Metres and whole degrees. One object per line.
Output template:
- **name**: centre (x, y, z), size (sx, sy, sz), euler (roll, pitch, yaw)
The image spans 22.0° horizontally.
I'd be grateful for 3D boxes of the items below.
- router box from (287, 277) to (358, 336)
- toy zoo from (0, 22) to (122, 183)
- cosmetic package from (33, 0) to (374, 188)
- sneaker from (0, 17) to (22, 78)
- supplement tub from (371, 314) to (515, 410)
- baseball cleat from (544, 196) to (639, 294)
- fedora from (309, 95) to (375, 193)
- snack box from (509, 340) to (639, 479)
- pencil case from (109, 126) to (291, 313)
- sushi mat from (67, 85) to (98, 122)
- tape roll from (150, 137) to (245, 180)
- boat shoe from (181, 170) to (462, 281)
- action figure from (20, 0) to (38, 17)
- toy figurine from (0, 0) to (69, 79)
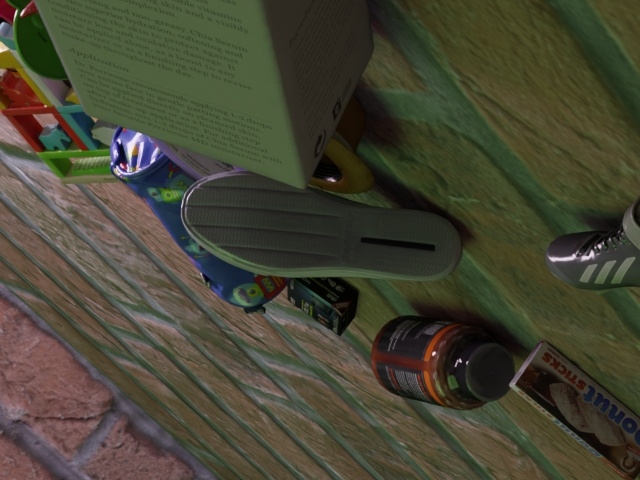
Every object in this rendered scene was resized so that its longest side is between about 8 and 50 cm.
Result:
- **router box**: centre (0.002, 0.075, 2.215), size (0.092, 0.038, 0.122), euler (35, 164, 11)
- **toy zoo**: centre (-0.331, -0.176, 2.120), size (0.192, 0.030, 0.293), euler (-1, 143, 32)
- **cosmetic package**: centre (-0.106, -0.241, 1.275), size (0.230, 0.162, 0.453), euler (20, 158, 15)
- **sneaker**: centre (-0.444, -0.286, 2.129), size (0.185, 0.070, 0.084), euler (31, 156, -1)
- **supplement tub**: centre (0.151, 0.149, 1.988), size (0.106, 0.106, 0.198), euler (44, 163, -23)
- **baseball cleat**: centre (0.270, 0.000, 1.432), size (0.206, 0.072, 0.109), euler (12, 137, 47)
- **fedora**: centre (-0.018, -0.124, 1.643), size (0.194, 0.079, 0.194), euler (28, 164, 9)
- **snack box**: centre (0.301, 0.194, 1.868), size (0.178, 0.064, 0.022), euler (39, 163, -6)
- **pencil case**: centre (-0.144, -0.040, 2.049), size (0.306, 0.133, 0.119), euler (52, -169, -39)
- **sushi mat**: centre (-0.302, -0.152, 2.266), size (0.316, 0.019, 0.151), euler (37, 163, -1)
- **tape roll**: centre (-0.114, -0.127, 1.837), size (0.189, 0.080, 0.189), euler (34, 164, 11)
- **boat shoe**: centre (0.000, 0.000, 1.764), size (0.302, 0.109, 0.094), euler (12, 168, 3)
- **action figure**: centre (-0.359, -0.336, 1.581), size (0.091, 0.139, 0.280), euler (-73, -41, -78)
- **toy figurine**: centre (-0.327, -0.277, 1.818), size (0.159, 0.130, 0.173), euler (34, 168, 44)
